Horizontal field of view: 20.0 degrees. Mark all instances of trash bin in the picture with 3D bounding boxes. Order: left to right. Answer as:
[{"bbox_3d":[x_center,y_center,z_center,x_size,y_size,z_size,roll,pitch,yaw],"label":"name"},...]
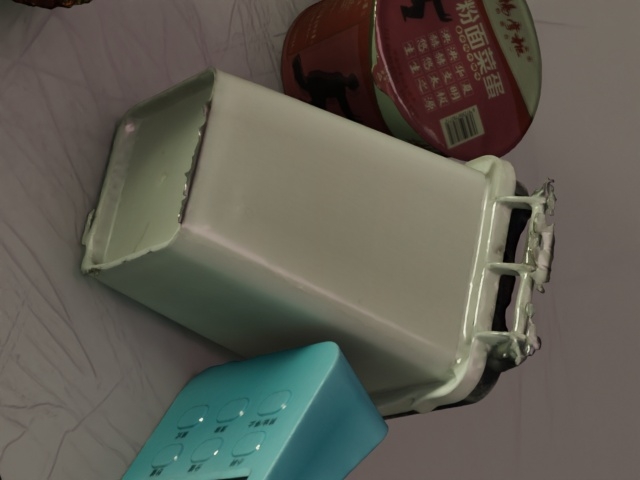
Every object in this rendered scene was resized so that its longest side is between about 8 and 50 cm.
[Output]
[{"bbox_3d":[0.000,0.000,1.661,0.367,0.296,0.256,26,66,-30],"label":"trash bin"}]

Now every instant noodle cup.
[{"bbox_3d":[0.083,-0.179,1.831,0.234,0.178,0.235,9,76,-41],"label":"instant noodle cup"}]

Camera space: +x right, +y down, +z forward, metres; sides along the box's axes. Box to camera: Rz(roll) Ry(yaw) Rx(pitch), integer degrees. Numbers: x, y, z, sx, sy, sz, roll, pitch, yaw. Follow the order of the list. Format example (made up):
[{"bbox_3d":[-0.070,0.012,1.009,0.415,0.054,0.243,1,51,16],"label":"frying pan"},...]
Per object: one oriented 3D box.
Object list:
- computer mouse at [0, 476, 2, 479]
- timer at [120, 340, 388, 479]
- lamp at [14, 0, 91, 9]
[{"bbox_3d":[-0.366,0.150,1.422,0.270,0.086,0.137,49,44,-14],"label":"computer mouse"},{"bbox_3d":[-0.092,0.204,1.564,0.250,0.232,0.091,-45,110,-39],"label":"timer"},{"bbox_3d":[-0.246,-0.310,1.526,0.247,0.247,0.247,10,75,-41],"label":"lamp"}]
